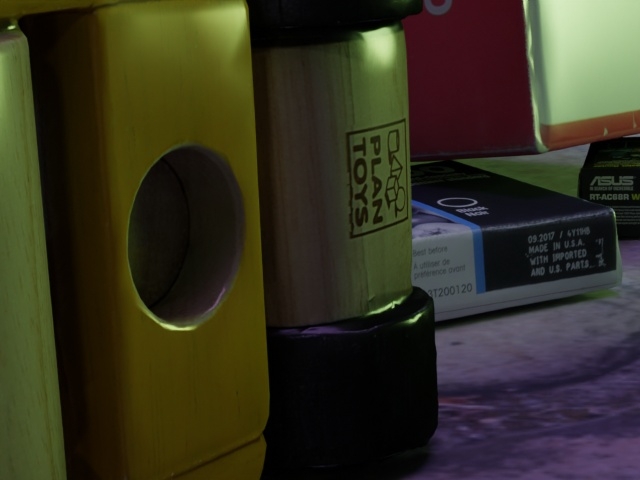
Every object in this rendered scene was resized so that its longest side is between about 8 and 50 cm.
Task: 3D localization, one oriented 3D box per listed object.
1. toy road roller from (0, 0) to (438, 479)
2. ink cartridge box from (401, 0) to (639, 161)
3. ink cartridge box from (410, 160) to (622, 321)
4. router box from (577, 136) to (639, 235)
[{"bbox_3d":[-0.120,-0.010,0.567,0.240,0.203,0.329,4,13,33],"label":"toy road roller"},{"bbox_3d":[0.020,-0.129,1.018,0.384,0.160,0.279,-2,8,36],"label":"ink cartridge box"},{"bbox_3d":[0.000,0.000,0.842,0.206,0.045,0.208,-9,13,-25],"label":"ink cartridge box"},{"bbox_3d":[0.200,-0.030,0.931,0.122,0.038,0.092,-1,13,13],"label":"router box"}]
